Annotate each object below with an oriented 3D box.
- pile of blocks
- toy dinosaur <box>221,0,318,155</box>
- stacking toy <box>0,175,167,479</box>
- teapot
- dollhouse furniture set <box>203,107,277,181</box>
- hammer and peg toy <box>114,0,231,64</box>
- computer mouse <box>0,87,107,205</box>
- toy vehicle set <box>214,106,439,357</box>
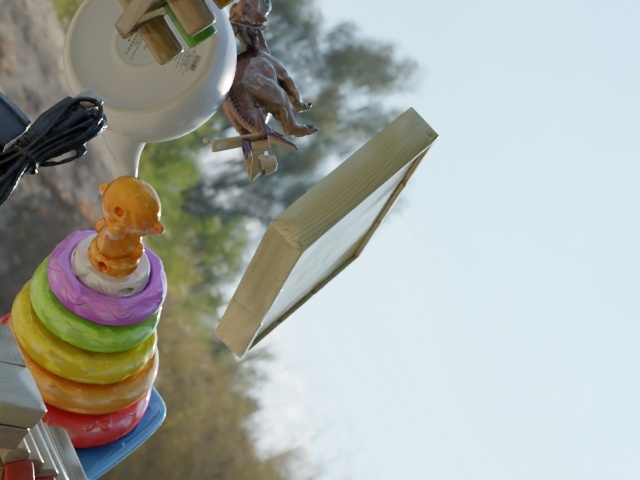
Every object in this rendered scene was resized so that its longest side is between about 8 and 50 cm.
[{"bbox_3d":[-0.239,0.197,1.112,0.112,0.149,0.362,57,-9,37],"label":"pile of blocks"},{"bbox_3d":[-0.106,-0.232,2.193,0.200,0.127,0.295,58,15,-35],"label":"toy dinosaur"},{"bbox_3d":[-0.198,0.053,1.308,0.175,0.166,0.302,36,-50,13],"label":"stacking toy"},{"bbox_3d":[-0.222,-0.243,2.076,0.187,0.256,0.252,57,11,-72],"label":"teapot"},{"bbox_3d":[-0.108,-0.097,1.933,0.114,0.081,0.091,100,-24,-60],"label":"dollhouse furniture set"},{"bbox_3d":[-0.086,-0.324,1.642,0.127,0.266,0.361,57,-16,-6],"label":"hammer and peg toy"},{"bbox_3d":[-0.357,-0.120,1.470,0.272,0.188,0.072,19,-42,39],"label":"computer mouse"},{"bbox_3d":[0.000,0.000,1.312,0.035,0.166,0.267,46,-26,8],"label":"toy vehicle set"}]
